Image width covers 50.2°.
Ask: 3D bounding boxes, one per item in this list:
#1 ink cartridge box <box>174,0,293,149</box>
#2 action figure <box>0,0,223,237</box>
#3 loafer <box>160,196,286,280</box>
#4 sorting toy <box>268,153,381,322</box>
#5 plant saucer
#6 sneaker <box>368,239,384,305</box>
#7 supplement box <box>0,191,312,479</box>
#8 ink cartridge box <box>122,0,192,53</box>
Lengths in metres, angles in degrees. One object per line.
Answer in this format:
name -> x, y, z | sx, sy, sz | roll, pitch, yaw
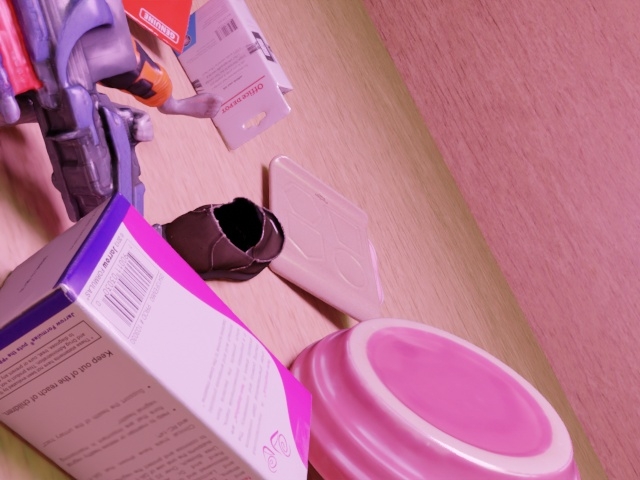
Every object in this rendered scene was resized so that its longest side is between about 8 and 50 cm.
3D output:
ink cartridge box -> -0.112, -0.221, 0.907 | 0.180, 0.104, 0.060 | 61, 19, 1
action figure -> -0.211, -0.128, 0.558 | 0.330, 0.178, 0.342 | -39, 126, -63
loafer -> -0.082, -0.003, 0.716 | 0.080, 0.078, 0.220 | 61, 20, 4
sorting toy -> 0.000, 0.000, 0.939 | 0.193, 0.038, 0.208 | 33, 36, -30
plant saucer -> 0.128, 0.183, 0.714 | 0.331, 0.084, 0.332 | 20, 20, -8
sneaker -> 0.056, 0.036, 1.028 | 0.070, 0.050, 0.135 | 31, 38, -62
supplement box -> -0.112, 0.098, 0.462 | 0.220, 0.113, 0.111 | 50, 22, -23
ink cartridge box -> -0.227, -0.393, 0.792 | 0.275, 0.060, 0.239 | 31, 53, -43
